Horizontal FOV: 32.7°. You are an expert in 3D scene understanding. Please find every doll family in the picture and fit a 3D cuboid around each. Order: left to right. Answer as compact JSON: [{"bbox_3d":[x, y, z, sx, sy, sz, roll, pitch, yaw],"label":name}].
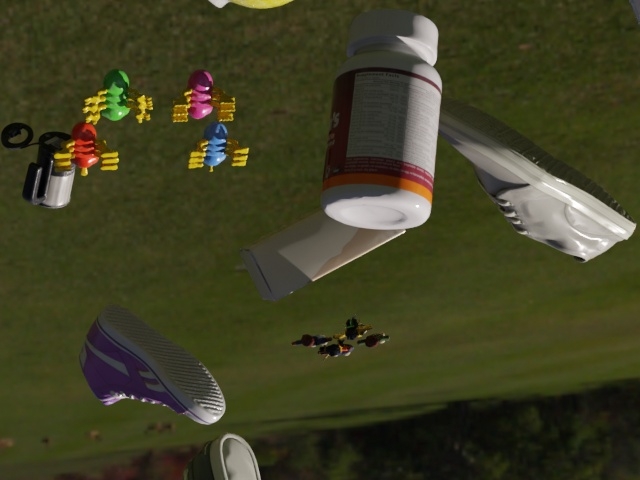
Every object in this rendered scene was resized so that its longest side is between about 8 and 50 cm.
[{"bbox_3d":[0.040,0.200,2.190,0.193,0.076,0.111,-21,176,10],"label":"doll family"}]

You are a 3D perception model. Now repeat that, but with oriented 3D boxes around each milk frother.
[{"bbox_3d":[-0.570,-0.154,2.196,0.129,0.143,0.135,-20,141,-45],"label":"milk frother"}]

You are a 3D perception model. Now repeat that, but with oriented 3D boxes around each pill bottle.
[{"bbox_3d":[0.070,-0.132,1.198,0.121,0.221,0.121,6,165,2],"label":"pill bottle"}]

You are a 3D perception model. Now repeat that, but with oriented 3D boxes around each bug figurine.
[{"bbox_3d":[-0.236,-0.164,1.548,0.279,0.072,0.216,-2,148,-18],"label":"bug figurine"}]

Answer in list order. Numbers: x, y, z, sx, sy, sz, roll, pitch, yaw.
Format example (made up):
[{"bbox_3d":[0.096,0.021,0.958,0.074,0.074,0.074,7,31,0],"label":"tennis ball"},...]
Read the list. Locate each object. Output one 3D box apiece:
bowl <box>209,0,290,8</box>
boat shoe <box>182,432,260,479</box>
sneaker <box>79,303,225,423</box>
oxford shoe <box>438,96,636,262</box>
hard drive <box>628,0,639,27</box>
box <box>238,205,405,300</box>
[{"bbox_3d":[-0.167,-0.525,2.025,0.156,0.289,0.289,-41,160,13],"label":"bowl"},{"bbox_3d":[-0.132,0.428,1.501,0.099,0.319,0.116,-30,142,28],"label":"boat shoe"},{"bbox_3d":[-0.304,0.254,1.926,0.161,0.282,0.102,-56,167,24],"label":"sneaker"},{"bbox_3d":[0.327,-0.084,1.749,0.449,0.169,0.130,29,114,-32],"label":"oxford shoe"},{"bbox_3d":[0.510,-0.327,1.446,0.233,0.353,0.047,-40,-156,-22],"label":"hard drive"},{"bbox_3d":[0.000,0.000,2.248,0.311,0.121,0.148,-28,-174,-12],"label":"box"}]
